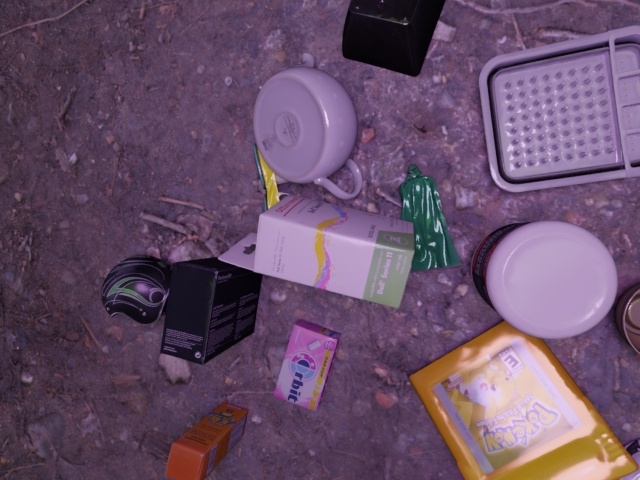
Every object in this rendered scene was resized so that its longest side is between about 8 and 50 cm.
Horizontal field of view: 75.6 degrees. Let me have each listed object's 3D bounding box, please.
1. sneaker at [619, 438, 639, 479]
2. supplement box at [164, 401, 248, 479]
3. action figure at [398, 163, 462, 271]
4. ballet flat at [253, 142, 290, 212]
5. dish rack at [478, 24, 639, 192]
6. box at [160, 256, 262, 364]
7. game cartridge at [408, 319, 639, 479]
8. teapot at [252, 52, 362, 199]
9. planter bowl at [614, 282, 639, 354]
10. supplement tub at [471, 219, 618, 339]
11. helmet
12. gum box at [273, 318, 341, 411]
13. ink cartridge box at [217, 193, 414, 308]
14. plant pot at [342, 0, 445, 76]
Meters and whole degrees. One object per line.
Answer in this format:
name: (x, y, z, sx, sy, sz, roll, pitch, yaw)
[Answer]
sneaker: (0.721, 0.443, 0.731, 0.365, 0.210, 0.137, -22, 86, 12)
supplement box: (-0.247, 0.449, 0.932, 0.078, 0.233, 0.080, 13, 90, 12)
action figure: (0.222, -0.053, 0.905, 0.137, 0.063, 0.232, -9, 93, 14)
ballet flat: (-0.106, -0.119, 0.978, 0.077, 0.077, 0.231, -8, 93, -6)
dish rack: (0.502, -0.252, 0.836, 0.332, 0.072, 0.286, -7, 90, 12)
box: (-0.223, 0.134, 0.905, 0.103, 0.261, 0.184, 13, 93, 12)
game cartridge: (0.380, 0.353, 0.827, 0.285, 0.052, 0.324, -35, 60, 11)
teapot: (-0.007, -0.247, 0.899, 0.252, 0.187, 0.256, 32, 125, 28)
planter bowl: (0.647, 0.147, 0.793, 0.162, 0.109, 0.162, 0, 90, 12)
supplement tub: (0.388, 0.060, 0.764, 0.191, 0.272, 0.191, 0, 91, 12)
helmet: (-0.440, 0.118, 1.005, 0.161, 0.169, 0.169, 22, 96, -5)
gum box: (-0.031, 0.295, 0.968, 0.107, 0.062, 0.188, 17, 95, 12)
ink cartridge box: (0.000, 0.000, 0.828, 0.353, 0.207, 0.119, 13, 109, 7)
plant pot: (0.146, -0.485, 0.861, 0.188, 0.167, 0.187, 20, 95, 12)
